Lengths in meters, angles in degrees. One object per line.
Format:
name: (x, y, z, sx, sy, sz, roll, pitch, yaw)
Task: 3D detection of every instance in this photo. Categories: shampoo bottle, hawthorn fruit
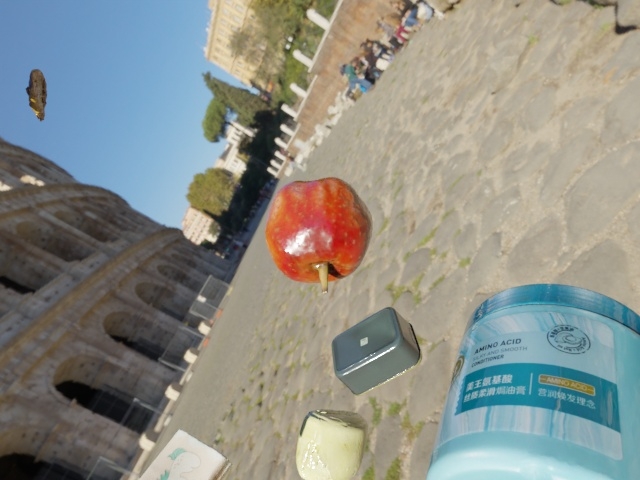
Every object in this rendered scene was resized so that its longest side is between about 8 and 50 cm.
shampoo bottle: (0.364, 0.301, 0.722, 0.331, 0.331, 0.342, -50, 2, 44)
hawthorn fruit: (0.000, 0.000, 1.178, 0.287, 0.287, 0.330, -52, 30, 39)

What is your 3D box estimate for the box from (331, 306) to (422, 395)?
box: (0.126, 0.261, 1.095, 0.201, 0.090, 0.144, -33, 30, 18)

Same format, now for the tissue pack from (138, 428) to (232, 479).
tissue pack: (-0.361, 0.600, 1.016, 0.325, 0.170, 0.071, -51, -42, -38)

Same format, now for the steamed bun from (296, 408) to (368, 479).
steamed bun: (0.055, 0.668, 1.471, 0.166, 0.273, 0.232, -1, 72, 42)

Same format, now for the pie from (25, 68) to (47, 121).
pie: (-0.714, -0.375, 1.148, 0.191, 0.033, 0.088, -24, 55, 63)
